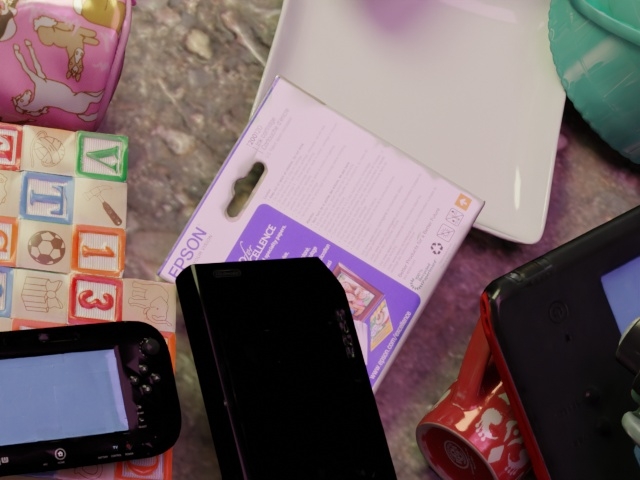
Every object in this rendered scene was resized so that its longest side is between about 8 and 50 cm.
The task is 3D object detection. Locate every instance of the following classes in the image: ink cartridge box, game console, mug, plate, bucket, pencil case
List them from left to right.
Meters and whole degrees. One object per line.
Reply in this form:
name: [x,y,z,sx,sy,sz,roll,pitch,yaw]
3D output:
pencil case: [-0.347,-0.196,1.562,0.386,0.160,0.167,12,62,-11]
game console: [-0.124,0.123,1.433,0.361,0.044,0.213,-4,66,-27]
ink cartridge box: [0.000,0.000,1.612,0.208,0.045,0.206,32,76,-3]
plate: [0.085,-0.144,1.739,0.277,0.045,0.278,18,60,-9]
mug: [0.154,0.115,1.593,0.169,0.113,0.150,-44,103,-25]
bucket: [0.353,-0.202,1.747,0.281,0.183,0.281,13,62,-26]
game console: [0.333,0.123,1.598,0.386,0.060,0.342,-26,103,-27]

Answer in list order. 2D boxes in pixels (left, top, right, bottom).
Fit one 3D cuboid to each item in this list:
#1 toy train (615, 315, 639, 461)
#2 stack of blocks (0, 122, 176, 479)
toy train: [0.369,0.168,1.431,0.334,0.142,0.190,39,14,24]
stack of blocks: [-0.205,0.061,1.520,0.171,0.087,0.297,6,63,-15]
